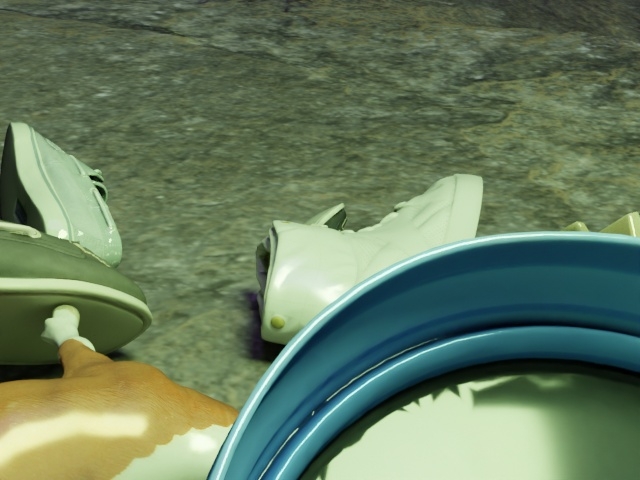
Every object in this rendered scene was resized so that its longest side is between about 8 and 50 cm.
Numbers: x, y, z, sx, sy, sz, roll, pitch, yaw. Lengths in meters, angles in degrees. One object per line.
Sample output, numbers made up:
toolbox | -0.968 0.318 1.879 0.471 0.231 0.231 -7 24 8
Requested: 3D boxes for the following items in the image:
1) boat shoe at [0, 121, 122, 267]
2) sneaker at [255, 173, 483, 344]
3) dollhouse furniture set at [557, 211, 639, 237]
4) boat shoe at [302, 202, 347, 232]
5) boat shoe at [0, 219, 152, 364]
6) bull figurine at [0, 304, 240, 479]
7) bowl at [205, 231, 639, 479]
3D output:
boat shoe | -0.223 -0.032 1.210 0.081 0.079 0.227 3 27 -26
sneaker | 0.037 0.006 1.135 0.169 0.108 0.292 13 24 7
dollhouse furniture set | 0.305 0.032 1.039 0.262 0.135 0.259 -9 -17 -33
boat shoe | 0.000 0.000 1.230 0.046 0.038 0.125 -32 5 20
boat shoe | -0.242 0.014 0.904 0.335 0.112 0.095 10 52 -51
bull figurine | -0.159 0.120 0.811 0.310 0.101 0.188 -9 23 -39
bowl | 0.131 0.175 0.551 0.391 0.077 0.391 8 53 -11
